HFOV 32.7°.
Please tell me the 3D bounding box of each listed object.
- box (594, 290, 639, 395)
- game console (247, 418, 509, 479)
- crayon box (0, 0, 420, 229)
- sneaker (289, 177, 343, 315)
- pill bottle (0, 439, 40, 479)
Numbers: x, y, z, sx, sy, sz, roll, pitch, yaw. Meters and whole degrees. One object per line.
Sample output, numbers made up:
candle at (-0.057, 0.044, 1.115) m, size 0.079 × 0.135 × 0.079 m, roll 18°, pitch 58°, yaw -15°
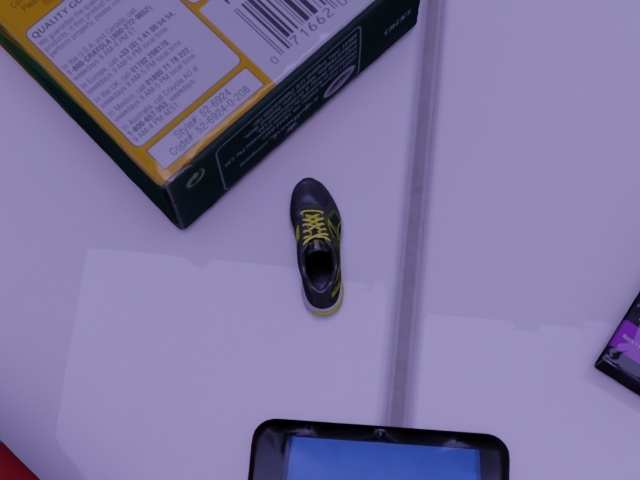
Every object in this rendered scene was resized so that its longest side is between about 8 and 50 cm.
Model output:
box at (0.247, 0.036, 0.617) m, size 0.116 × 0.029 × 0.162 m, roll 34°, pitch 77°, yaw 10°
game console at (0.028, 0.153, 0.556) m, size 0.144 × 0.124 × 0.085 m, roll 3°, pitch 98°, yaw 3°
crayon box at (-0.121, -0.191, 0.671) m, size 0.203 × 0.083 × 0.323 m, roll -42°, pitch 77°, yaw -12°
sneaker at (0.000, 0.000, 0.630) m, size 0.031 × 0.035 × 0.083 m, roll -9°, pitch 72°, yaw -3°
pill bottle at (-0.207, 0.187, 0.471) m, size 0.408 × 0.229 × 0.229 m, roll 41°, pitch 77°, yaw 13°
